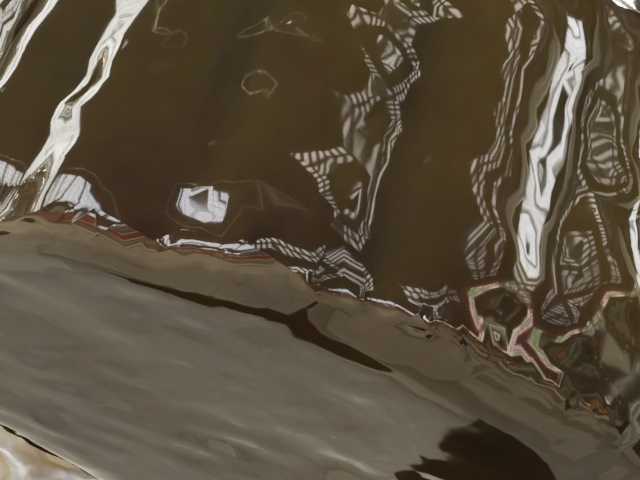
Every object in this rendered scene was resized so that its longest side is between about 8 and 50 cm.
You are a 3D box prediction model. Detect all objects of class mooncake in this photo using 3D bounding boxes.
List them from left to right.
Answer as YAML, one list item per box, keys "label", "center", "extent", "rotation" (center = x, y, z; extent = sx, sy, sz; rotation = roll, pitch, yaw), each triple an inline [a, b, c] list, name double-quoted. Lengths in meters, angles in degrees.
- label: "mooncake"
  center: [0.000, 0.002, 0.648]
  extent: [0.324, 0.187, 0.324]
  rotation: [15, -26, 8]

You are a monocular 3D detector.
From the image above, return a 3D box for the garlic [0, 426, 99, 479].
- label: "garlic"
  center: [-0.200, 0.124, 1.225]
  extent: [0.249, 0.286, 0.313]
  rotation: [26, 3, 19]
